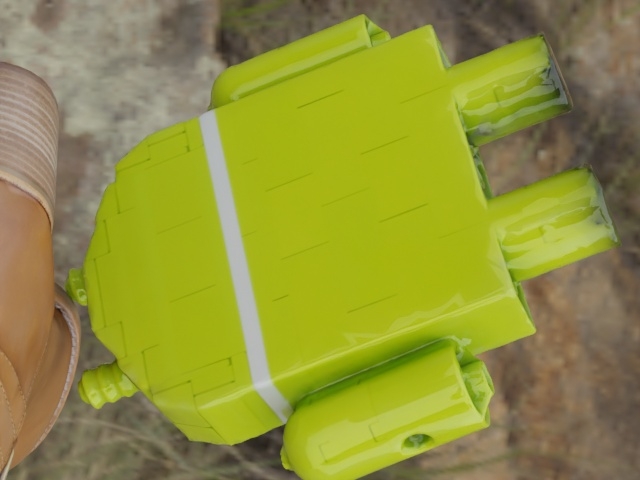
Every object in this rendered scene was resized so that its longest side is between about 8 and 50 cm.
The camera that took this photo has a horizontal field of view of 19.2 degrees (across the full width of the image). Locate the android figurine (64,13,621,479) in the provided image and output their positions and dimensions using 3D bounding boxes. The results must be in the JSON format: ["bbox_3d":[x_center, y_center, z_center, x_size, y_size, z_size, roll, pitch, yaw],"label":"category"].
[{"bbox_3d":[0.000,0.000,0.913,0.056,0.273,0.248,53,17,-52],"label":"android figurine"}]

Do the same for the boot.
[{"bbox_3d":[-0.167,0.086,0.859,0.109,0.283,0.220,13,48,-9],"label":"boot"}]
